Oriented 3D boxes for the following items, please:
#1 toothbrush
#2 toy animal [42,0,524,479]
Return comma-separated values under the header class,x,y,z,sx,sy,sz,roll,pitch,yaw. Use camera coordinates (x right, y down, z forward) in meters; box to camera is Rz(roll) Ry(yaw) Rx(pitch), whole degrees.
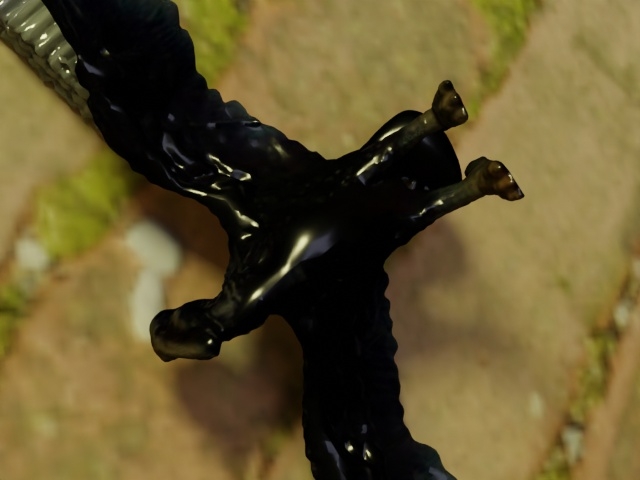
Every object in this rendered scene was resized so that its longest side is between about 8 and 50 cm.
class,x,y,z,sx,sy,sz,roll,pitch,yaw
toothbrush,-0.168,-0.160,0.361,0.354,0.024,0.029,46,64,-8
toy animal,0.000,0.000,0.374,0.108,0.062,0.220,-36,101,-11
